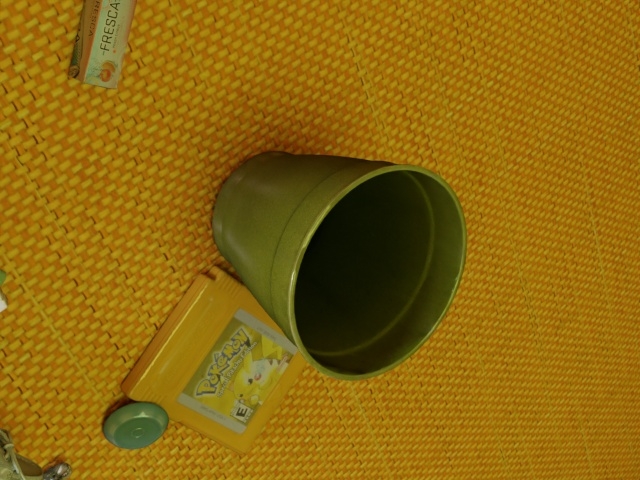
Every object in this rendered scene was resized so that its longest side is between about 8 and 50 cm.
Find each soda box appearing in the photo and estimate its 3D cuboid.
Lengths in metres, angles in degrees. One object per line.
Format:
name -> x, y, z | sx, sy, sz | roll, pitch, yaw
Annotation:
soda box -> -0.325, -0.326, 1.430 | 0.058, 0.063, 0.183 | 7, 103, -40

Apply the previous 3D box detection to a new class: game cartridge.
game cartridge -> -0.179, 0.233, 1.801 | 0.324, 0.053, 0.285 | 39, 83, -43

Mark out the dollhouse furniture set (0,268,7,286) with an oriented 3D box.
dollhouse furniture set -> -0.541, 0.103, 1.447 | 0.076, 0.058, 0.151 | 37, 85, -42

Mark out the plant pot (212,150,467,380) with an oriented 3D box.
plant pot -> 0.000, 0.000, 1.638 | 0.366, 0.353, 0.366 | -16, 118, -32

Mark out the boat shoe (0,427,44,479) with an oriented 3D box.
boat shoe -> -0.540, 0.309, 1.423 | 0.320, 0.118, 0.103 | 37, 87, -35

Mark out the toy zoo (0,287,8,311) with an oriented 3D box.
toy zoo -> -0.580, 0.047, 1.346 | 0.192, 0.030, 0.293 | -23, 115, -7

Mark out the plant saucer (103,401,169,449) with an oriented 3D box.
plant saucer -> -0.332, 0.342, 1.714 | 0.119, 0.021, 0.119 | -11, 130, -13

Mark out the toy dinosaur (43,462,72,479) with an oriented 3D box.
toy dinosaur -> -0.474, 0.524, 1.666 | 0.118, 0.064, 0.268 | 25, 76, -37
